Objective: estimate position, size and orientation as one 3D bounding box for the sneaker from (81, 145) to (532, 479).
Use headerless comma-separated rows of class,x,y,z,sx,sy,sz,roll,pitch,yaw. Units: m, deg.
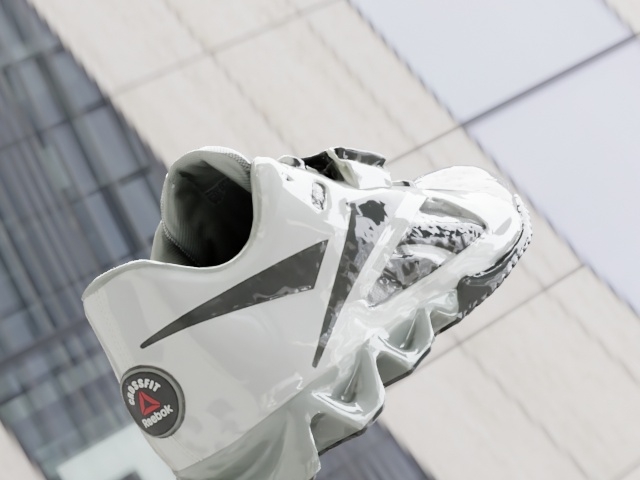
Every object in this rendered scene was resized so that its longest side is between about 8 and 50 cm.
sneaker,0.000,0.000,0.898,0.122,0.330,0.146,-33,-86,31
